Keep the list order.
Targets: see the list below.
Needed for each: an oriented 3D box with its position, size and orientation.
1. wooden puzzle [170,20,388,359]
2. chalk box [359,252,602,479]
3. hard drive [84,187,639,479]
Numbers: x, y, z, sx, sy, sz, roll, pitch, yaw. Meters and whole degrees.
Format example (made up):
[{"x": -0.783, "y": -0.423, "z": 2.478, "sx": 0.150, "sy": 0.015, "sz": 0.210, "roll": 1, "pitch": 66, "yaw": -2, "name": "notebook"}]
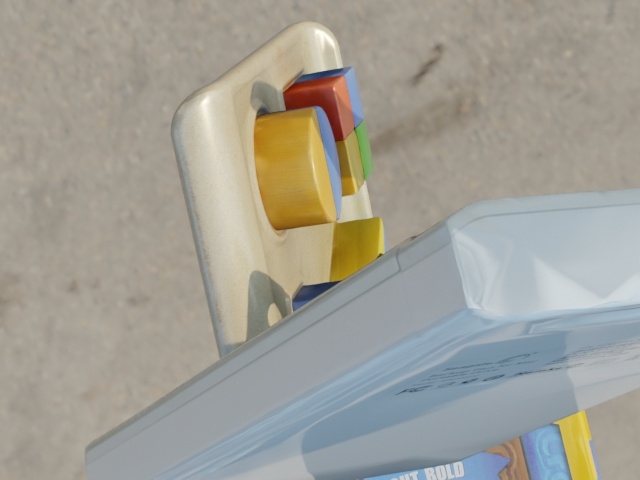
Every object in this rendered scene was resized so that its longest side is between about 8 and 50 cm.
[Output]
[{"x": 0.000, "y": 0.000, "z": 1.348, "sx": 0.081, "sy": 0.322, "sz": 0.348, "roll": -7, "pitch": -166, "yaw": 18, "name": "wooden puzzle"}, {"x": 0.086, "y": 0.151, "z": 1.161, "sx": 0.179, "sy": 0.289, "sz": 0.180, "roll": -10, "pitch": 167, "yaw": -5, "name": "chalk box"}, {"x": 0.056, "y": 0.048, "z": 0.647, "sx": 0.203, "sy": 0.040, "sz": 0.307, "roll": -5, "pitch": 164, "yaw": -30, "name": "hard drive"}]
